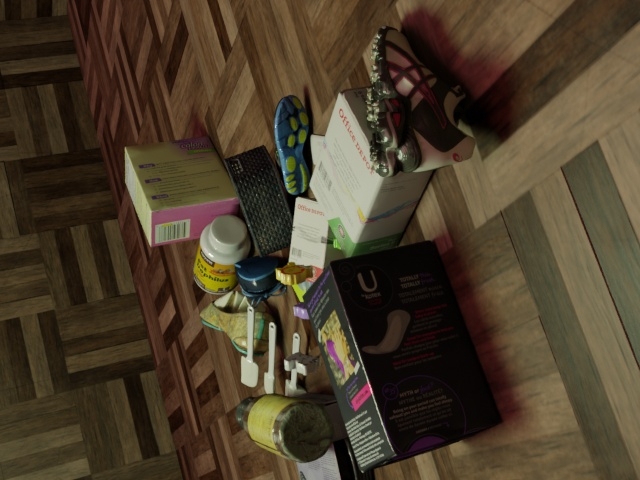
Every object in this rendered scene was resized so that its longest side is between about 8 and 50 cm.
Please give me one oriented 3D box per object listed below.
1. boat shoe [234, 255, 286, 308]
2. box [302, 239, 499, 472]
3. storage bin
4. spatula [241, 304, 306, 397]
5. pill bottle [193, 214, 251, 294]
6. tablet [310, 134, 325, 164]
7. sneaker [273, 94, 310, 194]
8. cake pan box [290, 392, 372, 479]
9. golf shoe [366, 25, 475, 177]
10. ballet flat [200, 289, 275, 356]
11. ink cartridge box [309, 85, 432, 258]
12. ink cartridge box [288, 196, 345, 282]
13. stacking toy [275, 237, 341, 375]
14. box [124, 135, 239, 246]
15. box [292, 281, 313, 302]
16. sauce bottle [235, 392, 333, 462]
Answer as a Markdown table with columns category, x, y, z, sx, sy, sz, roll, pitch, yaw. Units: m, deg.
| category | x | y | z | sx | sy | sz | roll | pitch | yaw |
| --- | --- | --- | --- | --- | --- | --- | --- | --- | --- |
| boat shoe | -0.121 | 0.086 | 1.845 | 0.258 | 0.109 | 0.089 | -139 | 33 | -81 |
| box | 0.104 | 0.159 | 1.201 | 0.143 | 0.165 | 0.270 | 127 | 129 | -62 |
| storage bin | -0.110 | -0.074 | 1.648 | 0.122 | 0.084 | 0.180 | -118 | 8 | -55 |
| spatula | -0.098 | 0.254 | 1.835 | 0.168 | 0.019 | 0.242 | 28 | 133 | 25 |
| pill bottle | -0.228 | 0.030 | 2.022 | 0.215 | 0.117 | 0.117 | 113 | 140 | -56 |
| tablet | 0.002 | -0.155 | 1.512 | 0.083 | 0.006 | 0.054 | -158 | 58 | -65 |
| sneaker | -0.060 | -0.174 | 1.567 | 0.078 | 0.067 | 0.188 | 46 | 148 | 49 |
| cake pan box | 0.017 | 0.423 | 1.685 | 0.267 | 0.070 | 0.245 | 156 | 100 | -68 |
| golf shoe | 0.118 | -0.176 | 1.102 | 0.272 | 0.120 | 0.105 | -91 | 2 | -45 |
| ballet flat | -0.190 | 0.177 | 2.036 | 0.348 | 0.123 | 0.123 | -161 | 62 | -66 |
| ink cartridge box | 0.070 | -0.097 | 1.256 | 0.212 | 0.093 | 0.154 | 107 | 144 | -53 |
| ink cartridge box | 0.000 | 0.000 | 1.466 | 0.099 | 0.056 | 0.135 | 19 | 105 | 51 |
| stacking toy | 0.014 | 0.094 | 1.372 | 0.052 | 0.221 | 0.167 | 8 | 111 | 34 |
| box | -0.336 | -0.122 | 2.081 | 0.117 | 0.214 | 0.243 | 101 | 149 | -44 |
| box | -0.011 | 0.050 | 1.598 | 0.178 | 0.042 | 0.109 | 101 | 148 | -45 |
| sauce bottle | -0.085 | 0.347 | 1.663 | 0.344 | 0.111 | 0.111 | 171 | 88 | -67 |
